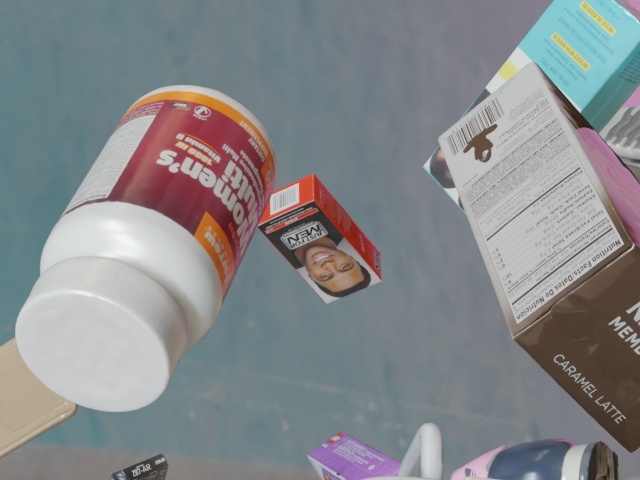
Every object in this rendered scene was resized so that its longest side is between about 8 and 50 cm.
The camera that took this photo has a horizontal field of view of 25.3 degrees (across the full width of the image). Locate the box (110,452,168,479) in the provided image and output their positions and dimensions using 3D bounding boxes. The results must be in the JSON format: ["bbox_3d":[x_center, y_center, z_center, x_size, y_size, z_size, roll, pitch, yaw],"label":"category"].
[{"bbox_3d":[-0.218,0.287,1.700,0.018,0.067,0.083,62,-21,20],"label":"box"}]

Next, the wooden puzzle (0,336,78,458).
[{"bbox_3d":[-0.485,0.246,2.342,0.044,0.221,0.239,41,27,-41],"label":"wooden puzzle"}]

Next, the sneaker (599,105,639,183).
[{"bbox_3d":[0.361,-0.115,1.805,0.115,0.105,0.281,54,-9,-29],"label":"sneaker"}]

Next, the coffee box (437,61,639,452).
[{"bbox_3d":[0.178,0.004,0.977,0.141,0.098,0.246,41,20,-30],"label":"coffee box"}]

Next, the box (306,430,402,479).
[{"bbox_3d":[0.107,0.369,1.635,0.293,0.057,0.201,60,-15,-14],"label":"box"}]

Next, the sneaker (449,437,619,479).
[{"bbox_3d":[0.201,0.234,1.283,0.319,0.131,0.112,51,41,-64],"label":"sneaker"}]

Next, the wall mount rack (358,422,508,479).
[{"bbox_3d":[0.146,0.260,0.771,0.130,0.350,0.304,106,-10,-55],"label":"wall mount rack"}]

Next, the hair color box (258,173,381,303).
[{"bbox_3d":[0.000,0.000,1.480,0.141,0.072,0.043,48,28,-38],"label":"hair color box"}]

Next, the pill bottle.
[{"bbox_3d":[-0.112,0.002,0.944,0.121,0.121,0.221,57,32,-27],"label":"pill bottle"}]

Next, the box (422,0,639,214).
[{"bbox_3d":[0.211,-0.127,1.346,0.060,0.244,0.100,9,35,-51],"label":"box"}]
